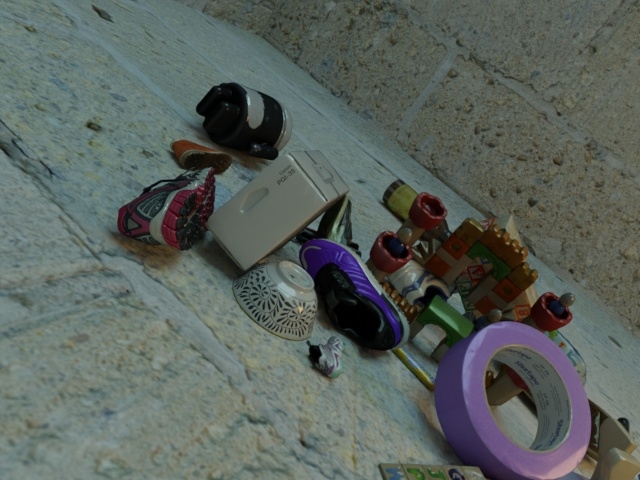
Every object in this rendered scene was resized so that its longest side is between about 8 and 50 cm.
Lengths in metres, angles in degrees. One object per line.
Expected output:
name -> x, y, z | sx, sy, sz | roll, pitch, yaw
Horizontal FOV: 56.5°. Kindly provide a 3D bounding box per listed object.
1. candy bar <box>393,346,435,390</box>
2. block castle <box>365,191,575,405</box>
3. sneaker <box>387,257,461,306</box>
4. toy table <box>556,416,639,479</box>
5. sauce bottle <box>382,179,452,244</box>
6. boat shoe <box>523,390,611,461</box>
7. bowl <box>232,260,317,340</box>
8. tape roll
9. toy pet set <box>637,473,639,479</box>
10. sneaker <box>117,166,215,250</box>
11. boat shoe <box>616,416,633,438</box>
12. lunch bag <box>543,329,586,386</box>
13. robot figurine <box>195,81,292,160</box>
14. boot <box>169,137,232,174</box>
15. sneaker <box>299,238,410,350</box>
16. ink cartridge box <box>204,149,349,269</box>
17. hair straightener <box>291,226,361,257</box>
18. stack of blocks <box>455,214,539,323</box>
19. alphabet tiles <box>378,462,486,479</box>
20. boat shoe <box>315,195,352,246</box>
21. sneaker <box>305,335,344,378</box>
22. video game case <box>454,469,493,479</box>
candy bar -> 0.183, 0.244, 1.208 | 0.161, 0.018, 0.040 | 45, 22, 25
block castle -> 0.332, 0.110, 1.334 | 0.453, 0.213, 0.303 | 40, 42, 7
sneaker -> 0.298, 0.130, 1.554 | 0.296, 0.112, 0.131 | 6, 43, -40
toy table -> 0.566, 0.478, 1.113 | 0.274, 0.161, 0.252 | 22, 25, -38
sauce bottle -> 0.362, -0.071, 2.079 | 0.344, 0.111, 0.111 | 48, 22, 28
boat shoe -> 0.566, 0.384, 1.425 | 0.341, 0.121, 0.110 | 56, -8, 43
bowl -> -0.063, 0.089, 1.057 | 0.170, 0.080, 0.170 | 32, 21, -14
tape roll -> 0.344, 0.289, 1.067 | 0.274, 0.090, 0.275 | 12, 59, -20
toy pet set -> 0.790, 0.602, 1.388 | 0.122, 0.065, 0.114 | -29, 102, -66
sneaker -> -0.255, -0.068, 1.053 | 0.112, 0.121, 0.299 | 6, 13, 3
boat shoe -> 0.816, 0.512, 1.615 | 0.040, 0.049, 0.142 | 40, 22, 11
lunch bag -> 0.609, 0.306, 1.594 | 0.219, 0.090, 0.176 | 56, -5, 40
robot figurine -> -0.204, -0.327, 1.632 | 0.173, 0.209, 0.278 | 5, -2, 38
boot -> -0.277, -0.202, 1.393 | 0.084, 0.059, 0.158 | 42, 21, 29
sneaker -> 0.046, 0.101, 1.176 | 0.293, 0.102, 0.146 | 45, 22, 23
ink cartridge box -> -0.071, -0.067, 1.149 | 0.117, 0.207, 0.283 | 51, 14, 0
hair straightener -> 0.000, 0.000, 1.408 | 0.230, 0.047, 0.089 | 28, 21, -22
stack of blocks -> 0.442, 0.098, 1.526 | 0.087, 0.171, 0.297 | -44, 117, -52
alphabet tiles -> 0.205, 0.412, 0.828 | 0.198, 0.009, 0.237 | 14, 27, -28
boat shoe -> 0.037, -0.009, 1.372 | 0.073, 0.080, 0.224 | 38, 46, -20
sneaker -> 0.004, 0.184, 1.013 | 0.069, 0.038, 0.098 | 31, 20, -16
video game case -> 0.313, 0.469, 0.908 | 0.206, 0.026, 0.227 | 26, 21, -27
